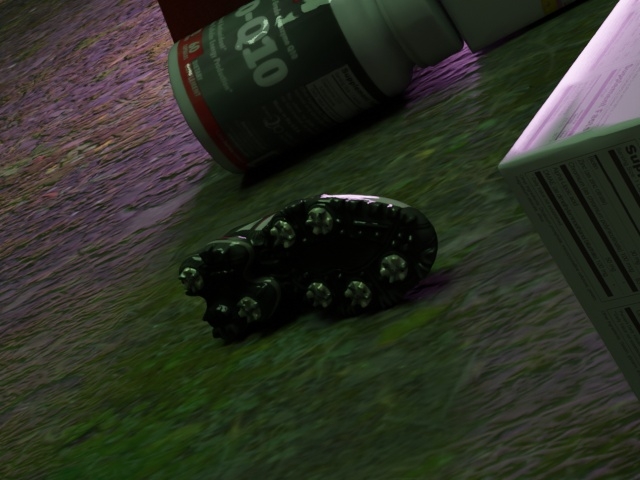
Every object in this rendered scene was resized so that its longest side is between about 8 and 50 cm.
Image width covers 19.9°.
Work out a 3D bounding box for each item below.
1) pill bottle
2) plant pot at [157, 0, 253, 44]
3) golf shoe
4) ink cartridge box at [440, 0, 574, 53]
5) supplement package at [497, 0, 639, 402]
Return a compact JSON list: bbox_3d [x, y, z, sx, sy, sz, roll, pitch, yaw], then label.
[{"bbox_3d":[-0.004,-0.200,1.931,0.283,0.161,0.161,-27,20,17],"label":"pill bottle"},{"bbox_3d":[-0.019,-0.308,2.120,0.236,0.267,0.267,-4,31,28],"label":"plant pot"},{"bbox_3d":[0.000,0.000,1.529,0.273,0.105,0.120,-12,20,44],"label":"golf shoe"},{"bbox_3d":[0.222,-0.339,1.915,0.233,0.168,0.171,-26,19,16],"label":"ink cartridge box"},{"bbox_3d":[0.258,-0.048,1.079,0.145,0.204,0.262,-17,24,42],"label":"supplement package"}]
